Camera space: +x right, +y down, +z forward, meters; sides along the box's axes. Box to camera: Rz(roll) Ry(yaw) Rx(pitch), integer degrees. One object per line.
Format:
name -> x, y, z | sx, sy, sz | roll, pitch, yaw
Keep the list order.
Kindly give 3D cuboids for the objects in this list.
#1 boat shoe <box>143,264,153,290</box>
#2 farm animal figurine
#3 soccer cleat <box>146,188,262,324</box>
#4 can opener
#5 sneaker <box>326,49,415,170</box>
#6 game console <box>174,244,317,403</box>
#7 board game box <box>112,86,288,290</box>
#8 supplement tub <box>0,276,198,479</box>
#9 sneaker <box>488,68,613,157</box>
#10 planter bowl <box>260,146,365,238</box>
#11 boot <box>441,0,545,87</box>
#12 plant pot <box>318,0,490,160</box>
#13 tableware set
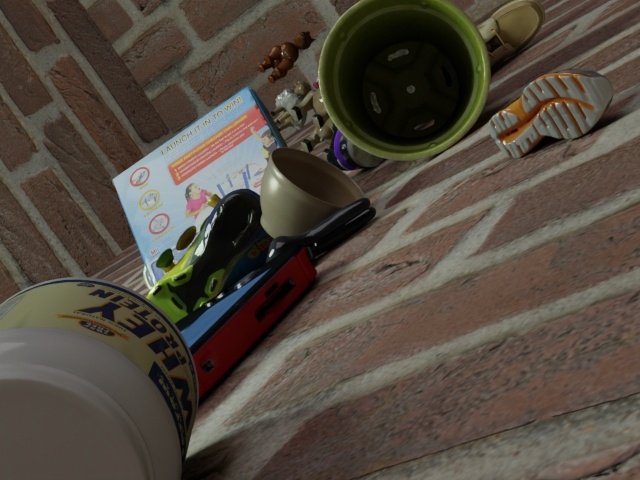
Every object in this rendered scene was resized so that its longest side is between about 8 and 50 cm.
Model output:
boat shoe -> -0.162, -0.006, 2.206 | 0.340, 0.127, 0.113 | -40, -24, 3
farm animal figurine -> 0.041, -0.308, 2.619 | 0.172, 0.330, 0.327 | -43, -25, -25
soccer cleat -> -0.182, 0.043, 1.940 | 0.289, 0.093, 0.121 | -53, -1, 7
can opener -> 0.000, 0.000, 1.779 | 0.186, 0.073, 0.059 | -32, -30, -5
sneaker -> 0.090, -0.252, 2.357 | 0.146, 0.102, 0.293 | -20, 35, 55
game console -> -0.196, 0.157, 1.606 | 0.342, 0.060, 0.386 | -27, 11, 39
board game box -> -0.181, -0.072, 2.116 | 0.308, 0.086, 0.302 | -33, 49, 7
supplement tub -> -0.234, 0.173, 1.079 | 0.235, 0.235, 0.325 | -34, 9, 4
sneaker -> 0.288, -0.167, 1.481 | 0.083, 0.084, 0.215 | -33, 6, -25
planter bowl -> -0.026, -0.053, 1.863 | 0.109, 0.162, 0.162 | -61, -2, 24
boot -> 0.317, -0.369, 2.401 | 0.262, 0.095, 0.203 | -31, 9, 31
plant pot -> 0.147, -0.268, 2.069 | 0.276, 0.276, 0.254 | -34, -3, 6
tableware set -> -0.208, -0.008, 1.964 | 0.154, 0.024, 0.104 | -51, -17, -9
